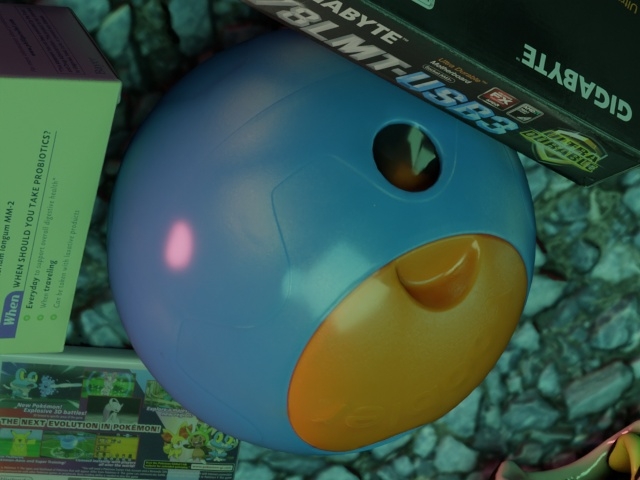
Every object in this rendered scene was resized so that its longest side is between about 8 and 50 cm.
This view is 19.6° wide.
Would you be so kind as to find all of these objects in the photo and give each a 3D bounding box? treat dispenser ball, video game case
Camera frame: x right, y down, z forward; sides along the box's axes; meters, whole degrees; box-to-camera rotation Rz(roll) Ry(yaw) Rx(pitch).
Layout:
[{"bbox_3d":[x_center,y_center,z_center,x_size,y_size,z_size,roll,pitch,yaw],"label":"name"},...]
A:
[{"bbox_3d":[0.000,0.000,1.245,0.288,0.288,0.288,-5,116,-11],"label":"treat dispenser ball"},{"bbox_3d":[-0.163,0.167,1.434,0.201,0.023,0.183,5,113,-15],"label":"video game case"}]

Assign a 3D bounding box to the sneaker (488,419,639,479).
[{"bbox_3d":[0.313,0.217,1.508,0.385,0.145,0.147,-15,118,-8],"label":"sneaker"}]

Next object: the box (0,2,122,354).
[{"bbox_3d":[-0.279,-0.041,1.215,0.243,0.117,0.213,-1,122,-28],"label":"box"}]

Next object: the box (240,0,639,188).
[{"bbox_3d":[0.101,-0.223,1.176,0.295,0.293,0.073,26,149,-27],"label":"box"}]

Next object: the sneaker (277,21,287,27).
[{"bbox_3d":[0.038,-0.190,1.281,0.293,0.102,0.146,38,110,-24],"label":"sneaker"}]
